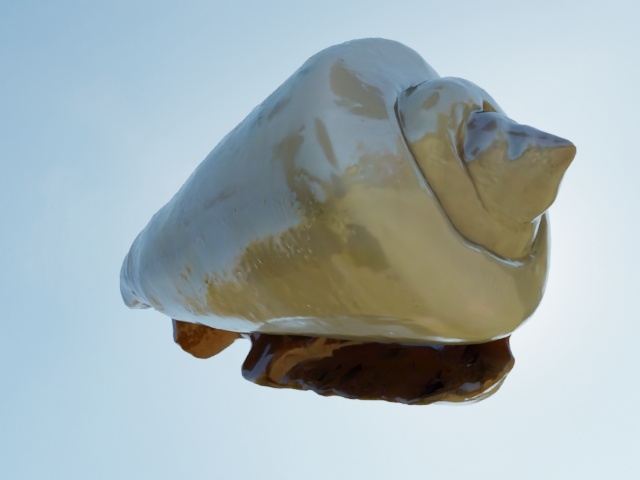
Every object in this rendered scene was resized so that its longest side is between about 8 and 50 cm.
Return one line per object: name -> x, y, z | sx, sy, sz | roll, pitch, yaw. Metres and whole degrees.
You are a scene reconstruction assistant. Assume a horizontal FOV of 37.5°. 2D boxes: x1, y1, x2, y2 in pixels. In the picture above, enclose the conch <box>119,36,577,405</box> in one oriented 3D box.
conch -> 0.005, -0.010, 0.419 | 0.255, 0.127, 0.158 | -4, -35, 46
